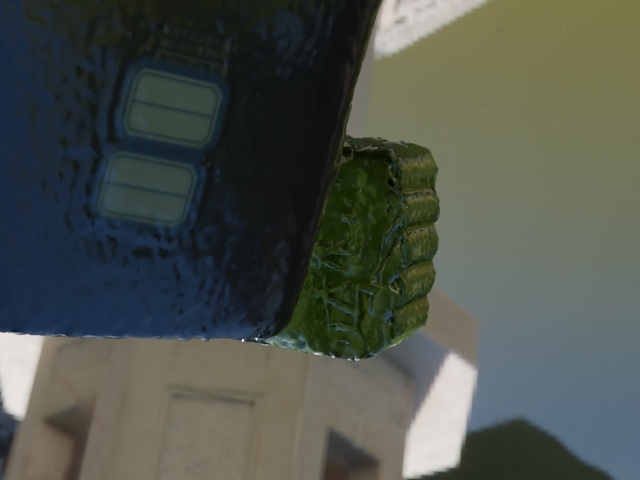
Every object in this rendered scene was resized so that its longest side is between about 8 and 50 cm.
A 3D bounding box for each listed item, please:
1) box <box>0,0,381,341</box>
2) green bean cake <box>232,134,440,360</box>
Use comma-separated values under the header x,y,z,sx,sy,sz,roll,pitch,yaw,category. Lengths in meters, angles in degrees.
x,y,z,sx,sy,sz,roll,pitch,yaw,category
-0.128,-0.099,1.059,0.359,0.350,0.091,5,-167,-42,box
0.000,0.000,1.371,0.214,0.200,0.113,9,-173,27,green bean cake
